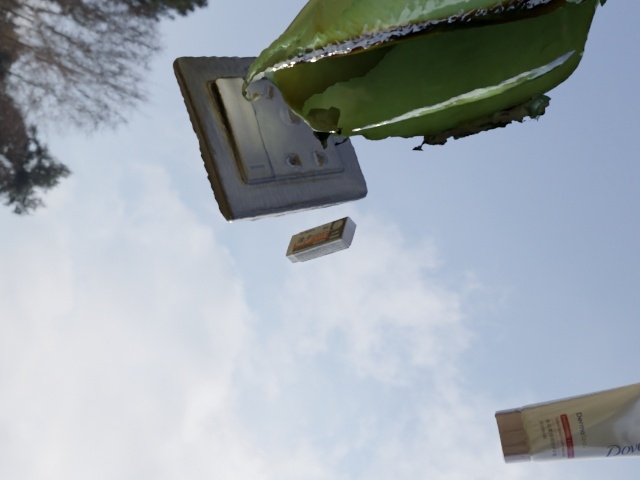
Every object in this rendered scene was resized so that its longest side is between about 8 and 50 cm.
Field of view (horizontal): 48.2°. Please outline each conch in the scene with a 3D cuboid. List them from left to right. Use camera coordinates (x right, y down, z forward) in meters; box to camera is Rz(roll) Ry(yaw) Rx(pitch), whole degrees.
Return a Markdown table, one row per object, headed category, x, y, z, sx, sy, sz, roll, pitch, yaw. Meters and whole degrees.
| category | x | y | z | sx | sy | sz | roll | pitch | yaw |
| --- | --- | --- | --- | --- | --- | --- | --- | --- | --- |
| conch | 0.077 | -0.137 | 0.445 | 0.250 | 0.143 | 0.137 | -50 | -154 | 19 |

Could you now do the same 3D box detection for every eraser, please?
| category | x | y | z | sx | sy | sz | roll | pitch | yaw |
| --- | --- | --- | --- | --- | --- | --- | --- | --- | --- |
| eraser | 0.000 | 0.000 | 1.182 | 0.122 | 0.029 | 0.052 | -19 | -143 | 35 |

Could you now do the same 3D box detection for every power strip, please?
| category | x | y | z | sx | sy | sz | roll | pitch | yaw |
| --- | --- | --- | --- | --- | --- | --- | --- | --- | --- |
| power strip | -0.079 | -0.150 | 1.055 | 0.092 | 0.251 | 0.256 | -32 | -107 | 46 |

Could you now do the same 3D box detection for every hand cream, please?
| category | x | y | z | sx | sy | sz | roll | pitch | yaw |
| --- | --- | --- | --- | --- | --- | --- | --- | --- | --- |
| hand cream | 0.395 | 0.287 | 1.082 | 0.248 | 0.133 | 0.083 | -12 | -163 | 12 |
